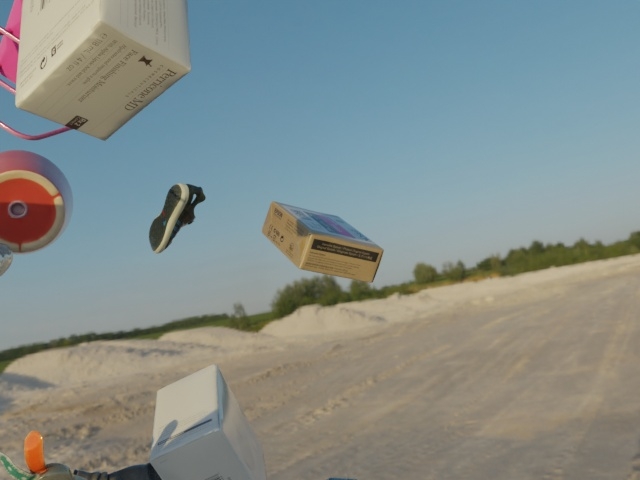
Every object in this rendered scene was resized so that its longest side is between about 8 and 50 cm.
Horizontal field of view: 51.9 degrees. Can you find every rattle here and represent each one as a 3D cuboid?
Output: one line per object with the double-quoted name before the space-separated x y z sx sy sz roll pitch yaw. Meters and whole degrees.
"rattle" -0.370 0.377 0.889 0.130 0.199 0.142 1 36 -10

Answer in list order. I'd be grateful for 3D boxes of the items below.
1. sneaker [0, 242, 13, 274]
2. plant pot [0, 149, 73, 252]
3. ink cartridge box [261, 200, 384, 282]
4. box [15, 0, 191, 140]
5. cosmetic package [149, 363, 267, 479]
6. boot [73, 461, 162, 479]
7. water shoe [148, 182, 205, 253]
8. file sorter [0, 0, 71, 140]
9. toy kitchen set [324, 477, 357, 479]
"sneaker" -0.795 0.104 1.406 0.293 0.108 0.169 -31 9 -5
"plant pot" -0.744 -0.084 1.626 0.275 0.274 0.243 -7 11 -24
"ink cartridge box" 0.000 0.000 1.489 0.193 0.088 0.235 11 15 -31
"box" -0.254 -0.247 0.769 0.181 0.181 0.119 -27 -30 35
"cosmetic package" -0.203 0.396 1.232 0.138 0.224 0.224 -25 21 0
"boot" -0.434 0.654 1.432 0.223 0.338 0.118 -2 -44 -27
"water shoe" -0.322 -0.042 1.486 0.080 0.073 0.203 1 -41 -39
"file sorter" -0.432 -0.328 1.014 0.290 0.202 0.182 -57 -1 25
"toy kitchen set" 0.118 0.661 1.588 0.166 0.207 0.122 -34 -35 23
